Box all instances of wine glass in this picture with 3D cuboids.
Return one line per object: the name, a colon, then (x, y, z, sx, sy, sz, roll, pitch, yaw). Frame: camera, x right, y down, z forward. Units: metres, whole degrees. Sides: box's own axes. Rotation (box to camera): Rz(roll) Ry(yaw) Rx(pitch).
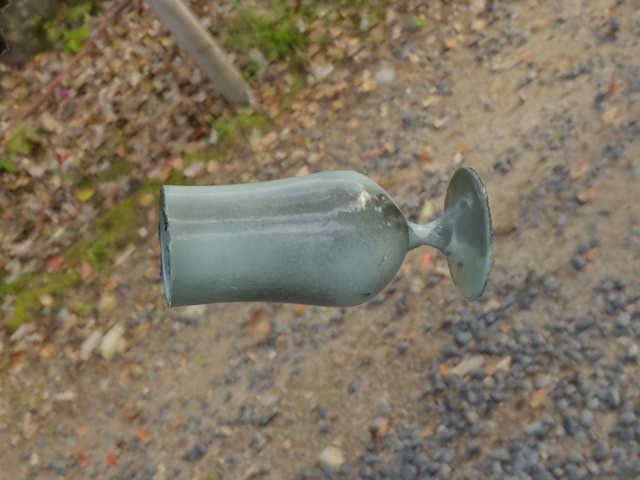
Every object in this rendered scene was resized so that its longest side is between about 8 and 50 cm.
wine glass: (0.000, 0.000, 0.795, 0.231, 0.103, 0.103, -3, 24, -13)

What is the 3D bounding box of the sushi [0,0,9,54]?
sushi: (-0.401, -0.226, 1.110, 0.172, 0.153, 0.150, -7, 19, -36)
